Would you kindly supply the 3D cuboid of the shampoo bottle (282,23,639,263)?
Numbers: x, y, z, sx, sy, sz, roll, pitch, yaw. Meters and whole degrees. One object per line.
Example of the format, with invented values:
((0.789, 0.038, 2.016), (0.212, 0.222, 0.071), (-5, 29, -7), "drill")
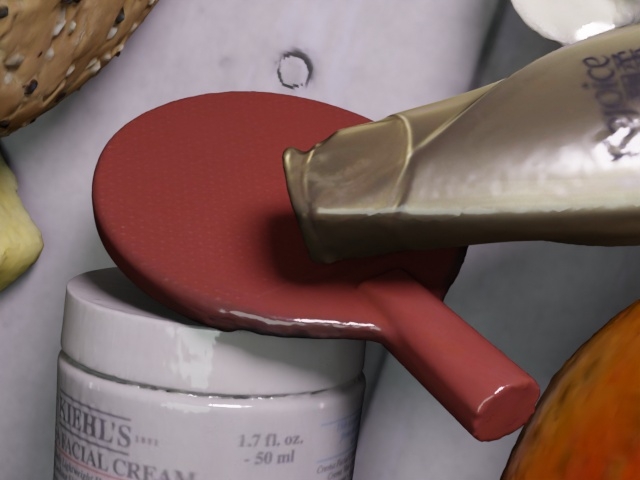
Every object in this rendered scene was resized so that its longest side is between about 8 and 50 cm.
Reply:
((0.157, -0.052, 0.752), (0.350, 0.125, 0.084), (-11, 138, 4), "shampoo bottle")

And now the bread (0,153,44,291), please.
((-0.349, -0.026, 0.922), (0.236, 0.198, 0.263), (-29, 88, 22), "bread")

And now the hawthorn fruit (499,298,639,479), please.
((0.271, 0.161, 0.722), (0.403, 0.403, 0.403), (1, 97, 12), "hawthorn fruit")

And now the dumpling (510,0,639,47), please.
((0.210, -0.192, 0.817), (0.216, 0.126, 0.166), (-31, 69, 29), "dumpling")

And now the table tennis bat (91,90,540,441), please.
((0.000, 0.000, 0.815), (0.310, 0.200, 0.038), (43, 141, 38), "table tennis bat")

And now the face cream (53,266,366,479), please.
((-0.065, 0.104, 0.873), (0.177, 0.177, 0.153), (7, 98, 12), "face cream")

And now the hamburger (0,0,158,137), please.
((-0.172, -0.212, 0.809), (0.195, 0.277, 0.318), (32, 95, 10), "hamburger")
